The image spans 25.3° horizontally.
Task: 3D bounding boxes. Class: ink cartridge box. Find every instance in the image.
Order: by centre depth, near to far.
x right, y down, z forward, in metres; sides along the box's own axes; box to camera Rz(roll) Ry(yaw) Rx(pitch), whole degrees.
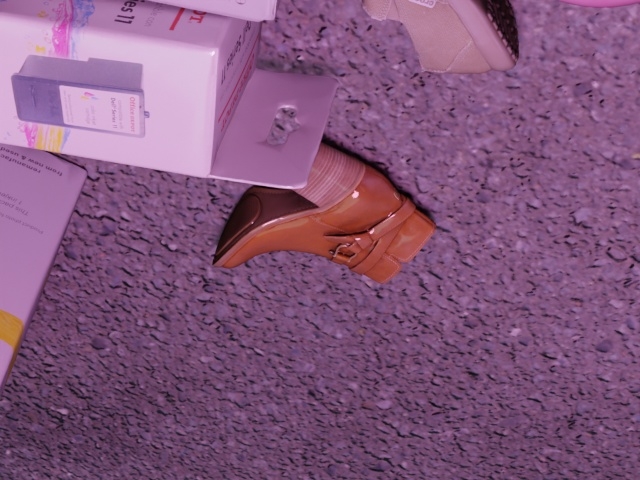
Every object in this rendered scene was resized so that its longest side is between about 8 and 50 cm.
[{"bbox_3d":[-0.164,-0.162,1.146,0.354,0.207,0.119,10,124,4],"label":"ink cartridge box"},{"bbox_3d":[-0.376,0.115,1.337,0.160,0.384,0.279,24,133,-10],"label":"ink cartridge box"}]

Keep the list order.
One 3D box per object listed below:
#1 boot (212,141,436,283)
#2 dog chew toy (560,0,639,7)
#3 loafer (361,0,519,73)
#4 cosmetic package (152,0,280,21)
[{"bbox_3d":[0.000,0.000,1.368,0.152,0.073,0.197,32,134,-23],"label":"boot"},{"bbox_3d":[0.270,-0.285,0.958,0.332,0.206,0.206,-16,128,15],"label":"dog chew toy"},{"bbox_3d":[0.065,-0.223,1.120,0.092,0.102,0.268,-23,125,23],"label":"loafer"},{"bbox_3d":[-0.202,-0.319,1.049,0.385,0.156,0.217,9,134,3],"label":"cosmetic package"}]
